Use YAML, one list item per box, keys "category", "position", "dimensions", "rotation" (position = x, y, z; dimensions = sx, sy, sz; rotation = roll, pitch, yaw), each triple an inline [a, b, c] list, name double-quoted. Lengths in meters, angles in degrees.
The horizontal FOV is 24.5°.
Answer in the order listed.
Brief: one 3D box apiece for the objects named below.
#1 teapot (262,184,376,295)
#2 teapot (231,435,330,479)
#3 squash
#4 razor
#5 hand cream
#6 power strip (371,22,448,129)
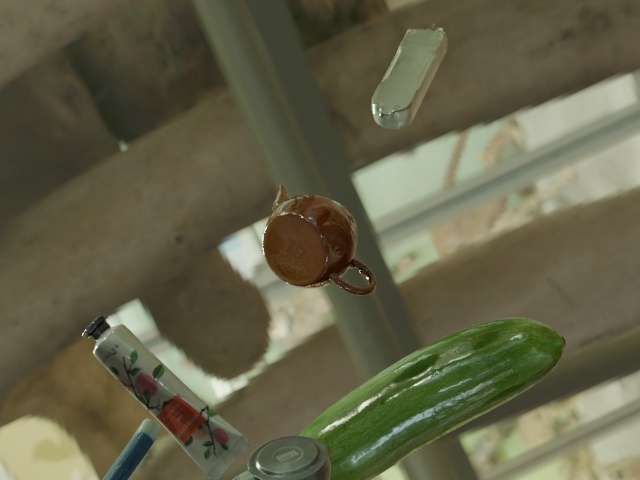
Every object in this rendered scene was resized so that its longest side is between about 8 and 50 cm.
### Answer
- category: "teapot"
  position: [0.000, 0.000, 1.713]
  dimensions: [0.173, 0.116, 0.116]
  rotation: [44, 175, 12]
- category: "teapot"
  position: [-0.032, 0.198, 1.175]
  dimensions: [0.066, 0.088, 0.057]
  rotation: [35, 139, 57]
- category: "squash"
  position: [0.106, 0.197, 1.751]
  dimensions: [0.107, 0.395, 0.107]
  rotation: [54, -166, -20]
- category: "razor"
  position: [-0.203, 0.240, 1.318]
  dimensions: [0.068, 0.191, 0.037]
  rotation: [40, 165, -11]
- category: "hand cream"
  position: [-0.187, 0.180, 1.740]
  dimensions: [0.234, 0.080, 0.050]
  rotation: [44, -150, 4]
- category: "power strip"
  position: [0.099, -0.184, 1.619]
  dimensions: [0.191, 0.048, 0.030]
  rotation: [-62, -26, -44]
